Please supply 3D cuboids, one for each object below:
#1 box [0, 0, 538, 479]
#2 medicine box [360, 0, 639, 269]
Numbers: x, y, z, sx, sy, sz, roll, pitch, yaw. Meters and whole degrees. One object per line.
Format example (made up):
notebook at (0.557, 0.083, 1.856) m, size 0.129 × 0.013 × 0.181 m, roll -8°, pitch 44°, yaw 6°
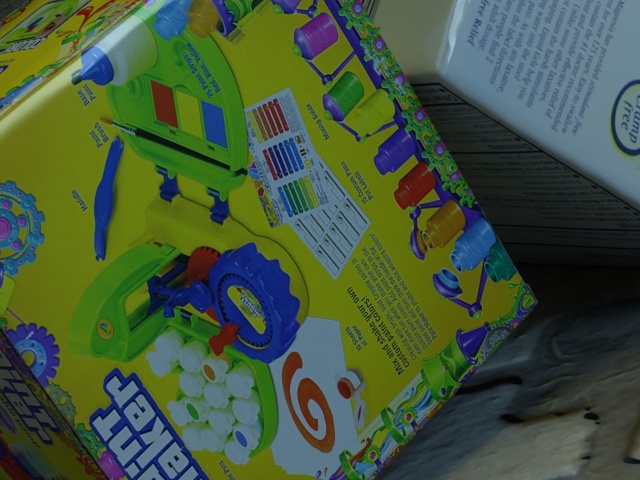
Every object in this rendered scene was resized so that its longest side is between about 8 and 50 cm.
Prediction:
box at (-0.082, 0.008, 1.041) m, size 0.279 × 0.290 × 0.177 m, roll -43°, pitch 24°, yaw -28°
medicine box at (0.118, -0.100, 1.206) m, size 0.263 × 0.289 × 0.149 m, roll 3°, pitch 69°, yaw 55°
